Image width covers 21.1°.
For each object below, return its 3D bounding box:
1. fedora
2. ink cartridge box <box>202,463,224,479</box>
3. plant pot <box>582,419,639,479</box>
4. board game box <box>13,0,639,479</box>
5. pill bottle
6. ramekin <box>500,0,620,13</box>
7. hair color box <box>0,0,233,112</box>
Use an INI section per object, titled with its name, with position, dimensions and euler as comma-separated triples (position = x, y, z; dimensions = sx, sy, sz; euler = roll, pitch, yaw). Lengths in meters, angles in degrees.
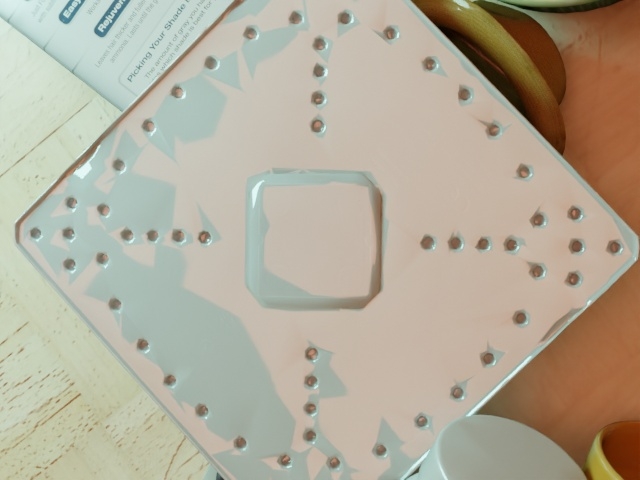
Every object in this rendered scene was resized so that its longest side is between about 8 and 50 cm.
[fedora]
position = 0.151, -0.147, 1.494
dimensions = 0.194, 0.194, 0.079
euler = 44, 61, 11
[ink cartridge box]
position = -0.040, 0.263, 1.533
dimensions = 0.153, 0.087, 0.208
euler = 23, 94, 13
[plant pot]
position = 0.290, 0.280, 1.415
dimensions = 0.205, 0.205, 0.188
euler = 23, 109, 13
[board game box]
position = 0.000, 0.000, 1.452
dimensions = 0.390, 0.050, 0.390
euler = -44, 82, 9
[pill bottle]
position = 0.105, 0.290, 1.408
dimensions = 0.160, 0.160, 0.283
euler = 31, 122, 12
[ramekin]
position = 0.206, -0.338, 1.473
dimensions = 0.303, 0.148, 0.303
euler = -1, 88, 13
[hair color box]
position = -0.144, -0.201, 1.567
dimensions = 0.347, 0.105, 0.174
euler = 38, 96, 11
